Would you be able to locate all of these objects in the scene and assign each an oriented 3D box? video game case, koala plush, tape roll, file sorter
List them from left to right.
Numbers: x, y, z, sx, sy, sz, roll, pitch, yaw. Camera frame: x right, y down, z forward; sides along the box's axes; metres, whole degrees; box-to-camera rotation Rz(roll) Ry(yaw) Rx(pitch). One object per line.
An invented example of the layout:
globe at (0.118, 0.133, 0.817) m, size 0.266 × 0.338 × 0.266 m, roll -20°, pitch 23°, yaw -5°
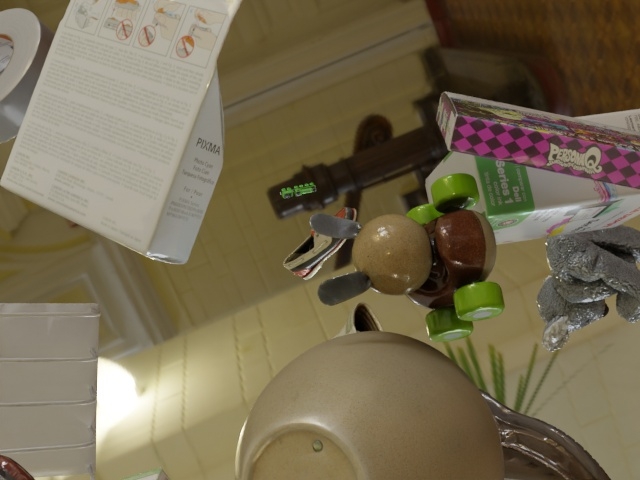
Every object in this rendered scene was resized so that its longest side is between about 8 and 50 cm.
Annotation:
tape roll at (-0.513, -0.264, 1.347) m, size 0.072 × 0.219 × 0.219 m, roll 45°, pitch -164°, yaw -53°
file sorter at (-0.434, 0.238, 1.277) m, size 0.173 × 0.193 × 0.278 m, roll 176°, pitch 95°, yaw -71°
video game case at (0.242, -0.106, 0.879) m, size 0.210 × 0.232 × 0.042 m, roll -77°, pitch -2°, yaw -74°
koala plush at (0.472, 0.085, 1.541) m, size 0.196 × 0.203 × 0.221 m, roll -73°, pitch 5°, yaw -48°

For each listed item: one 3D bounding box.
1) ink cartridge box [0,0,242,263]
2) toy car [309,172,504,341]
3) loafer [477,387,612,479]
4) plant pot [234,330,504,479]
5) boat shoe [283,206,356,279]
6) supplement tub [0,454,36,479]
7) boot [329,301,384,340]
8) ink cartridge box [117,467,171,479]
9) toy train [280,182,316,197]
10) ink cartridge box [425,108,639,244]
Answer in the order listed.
ink cartridge box at (-0.249, -0.198, 1.138) m, size 0.308 × 0.385 × 0.091 m, roll 22°, pitch -179°, yaw 31°
toy car at (0.081, 0.022, 0.904) m, size 0.149 × 0.188 × 0.155 m, roll 125°, pitch 140°, yaw -61°
loafer at (0.338, 0.372, 1.460) m, size 0.366 × 0.130 × 0.134 m, roll 23°, pitch 162°, yaw 47°
plant pot at (0.023, 0.236, 0.850) m, size 0.191 × 0.284 × 0.284 m, roll 10°, pitch -126°, yaw -64°
boat shoe at (0.000, 0.000, 1.217) m, size 0.043 × 0.137 × 0.049 m, roll 31°, pitch -154°, yaw -20°
supplement tub at (-0.445, 0.370, 1.043) m, size 0.106 × 0.198 × 0.106 m, roll 23°, pitch 137°, yaw 24°
boot at (0.062, 0.238, 1.552) m, size 0.213 × 0.077 × 0.165 m, roll -98°, pitch 30°, yaw -42°
ink cartridge box at (-0.379, 0.531, 1.517) m, size 0.056 × 0.171 × 0.235 m, roll 61°, pitch -157°, yaw -21°
toy train at (-0.047, -0.108, 1.814) m, size 0.024 × 0.083 × 0.017 m, roll -125°, pitch 30°, yaw -46°
ink cartridge box at (0.306, -0.076, 1.122) m, size 0.201 × 0.278 × 0.117 m, roll 122°, pitch 139°, yaw -73°
